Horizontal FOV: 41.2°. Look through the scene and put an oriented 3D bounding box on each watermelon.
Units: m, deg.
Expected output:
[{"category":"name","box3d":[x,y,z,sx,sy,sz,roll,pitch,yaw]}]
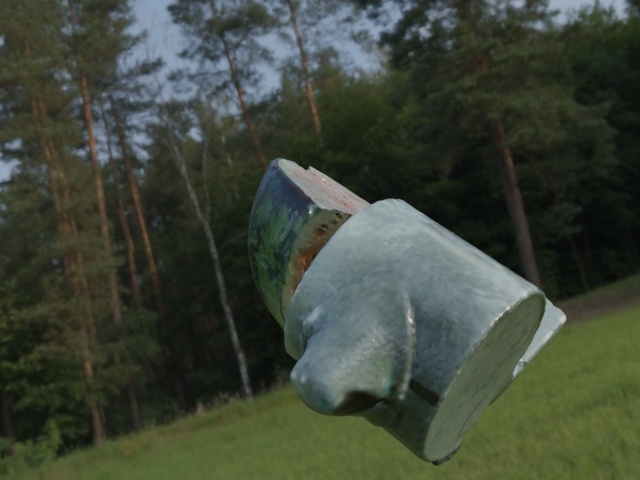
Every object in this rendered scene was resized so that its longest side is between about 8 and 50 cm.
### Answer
[{"category":"watermelon","box3d":[0.000,0.000,1.044,0.180,0.224,0.305,-11,-13,24]}]

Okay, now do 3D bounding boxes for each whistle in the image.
[{"category":"whistle","box3d":[0.117,0.094,0.848,0.188,0.168,0.405,-58,-27,5]}]
